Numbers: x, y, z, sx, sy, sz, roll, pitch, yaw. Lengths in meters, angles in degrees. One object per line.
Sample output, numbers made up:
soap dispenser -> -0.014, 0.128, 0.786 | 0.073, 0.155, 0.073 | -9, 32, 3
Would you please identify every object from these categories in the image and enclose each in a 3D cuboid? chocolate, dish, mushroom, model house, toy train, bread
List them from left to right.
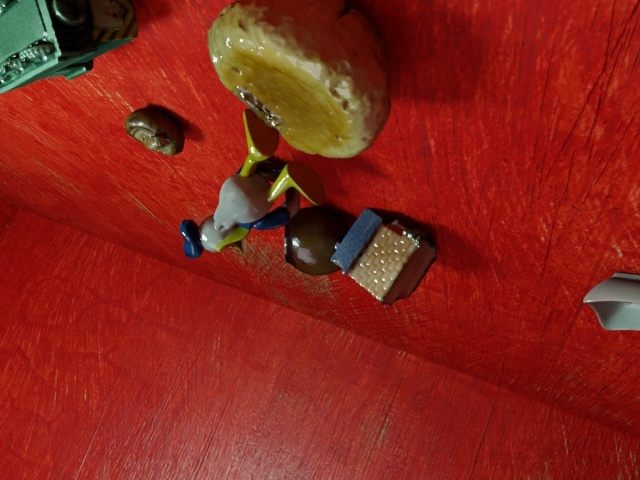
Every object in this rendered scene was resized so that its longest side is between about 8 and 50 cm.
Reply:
toy train -> -0.403, -0.311, 0.951 | 0.330, 0.178, 0.139 | -1, 107, 45
mushroom -> -0.339, -0.216, 1.307 | 0.127, 0.087, 0.127 | 20, 160, 8
bread -> -0.015, -0.212, 0.791 | 0.244, 0.134, 0.244 | 25, 165, 7
chocolate -> 0.000, 0.000, 1.436 | 0.176, 0.177, 0.177 | 22, 164, 7
model house -> 0.128, 0.025, 1.340 | 0.172, 0.167, 0.183 | 33, -176, 24
dish -> 0.579, 0.114, 1.093 | 0.212, 0.077, 0.151 | 8, 160, 43

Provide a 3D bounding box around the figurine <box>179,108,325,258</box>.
figurine -> -0.153, -0.083, 1.236 | 0.338, 0.283, 0.205 | -35, 93, 26
